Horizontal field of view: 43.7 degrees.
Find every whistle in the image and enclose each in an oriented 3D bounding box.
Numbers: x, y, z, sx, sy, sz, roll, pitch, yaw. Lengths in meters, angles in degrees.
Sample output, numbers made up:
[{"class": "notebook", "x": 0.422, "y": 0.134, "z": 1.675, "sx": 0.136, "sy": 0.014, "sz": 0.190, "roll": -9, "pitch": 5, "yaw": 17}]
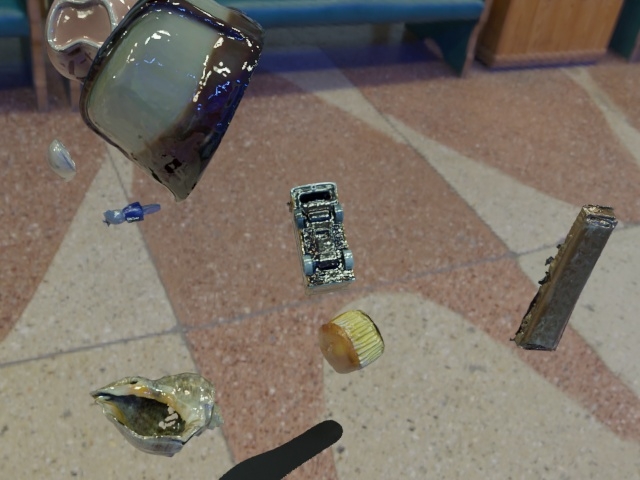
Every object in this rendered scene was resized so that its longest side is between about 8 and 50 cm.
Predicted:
[{"class": "whistle", "x": -0.269, "y": -0.040, "z": 1.136, "sx": 0.083, "sy": 0.033, "sz": 0.029, "roll": -15, "pitch": 61, "yaw": -19}]

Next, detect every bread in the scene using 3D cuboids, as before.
[{"class": "bread", "x": 0.064, "y": 0.238, "z": 1.858, "sx": 0.114, "sy": 0.190, "sz": 0.132, "roll": -28, "pitch": 86, "yaw": -26}]

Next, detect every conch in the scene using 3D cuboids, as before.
[{"class": "conch", "x": -0.242, "y": 0.255, "z": 1.197, "sx": 0.207, "sy": 0.130, "sz": 0.155, "roll": 21, "pitch": -4, "yaw": -18}]

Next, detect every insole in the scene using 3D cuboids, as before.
[{"class": "insole", "x": -0.045, "y": 0.233, "z": 0.846, "sx": 0.153, "sy": 0.002, "sz": 0.053, "roll": -28, "pitch": 33, "yaw": -14}]

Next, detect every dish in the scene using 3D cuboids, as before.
[{"class": "dish", "x": -0.423, "y": -0.387, "z": 1.474, "sx": 0.213, "sy": 0.213, "sz": 0.090, "roll": 18, "pitch": 3, "yaw": 10}]

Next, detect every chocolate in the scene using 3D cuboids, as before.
[{"class": "chocolate", "x": 0.472, "y": 0.083, "z": 1.526, "sx": 0.102, "sy": 0.329, "sz": 0.065, "roll": 7, "pitch": 27, "yaw": -23}, {"class": "chocolate", "x": -0.212, "y": -0.218, "z": 1.086, "sx": 0.186, "sy": 0.283, "sz": 0.283, "roll": 24, "pitch": 36, "yaw": -15}]

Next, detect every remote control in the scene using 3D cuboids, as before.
[{"class": "remote control", "x": -0.514, "y": -0.150, "z": 1.561, "sx": 0.044, "sy": 0.073, "sz": 0.229, "roll": -36, "pitch": 12, "yaw": -19}]

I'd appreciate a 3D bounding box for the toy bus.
[{"class": "toy bus", "x": 0.000, "y": 0.000, "z": 2.103, "sx": 0.139, "sy": 0.167, "sz": 0.275, "roll": -9, "pitch": 74, "yaw": -7}]
